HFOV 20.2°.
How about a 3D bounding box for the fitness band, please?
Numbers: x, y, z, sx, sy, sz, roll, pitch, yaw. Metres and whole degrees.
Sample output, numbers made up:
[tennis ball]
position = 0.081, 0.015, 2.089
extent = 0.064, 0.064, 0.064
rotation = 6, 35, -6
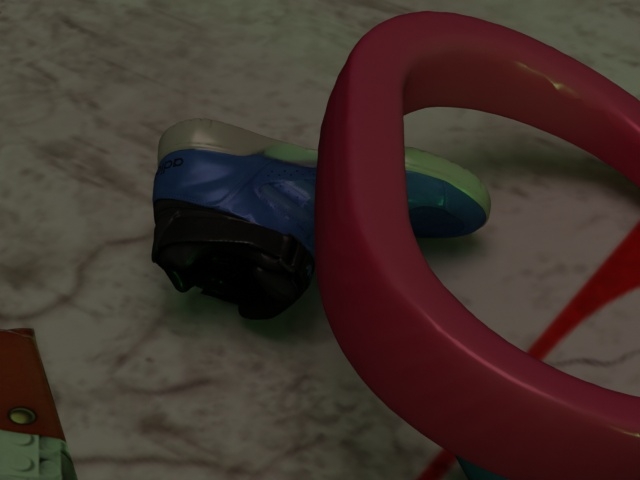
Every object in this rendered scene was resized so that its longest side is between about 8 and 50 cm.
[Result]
[fitness band]
position = 0.100, -0.002, 0.727
extent = 0.209, 0.054, 0.291
rotation = 17, 32, -11

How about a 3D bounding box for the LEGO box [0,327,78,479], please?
[LEGO box]
position = -0.281, 0.194, 0.356
extent = 0.500, 0.193, 0.372
rotation = 1, 32, -22

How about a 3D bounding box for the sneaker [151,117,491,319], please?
[sneaker]
position = 0.000, 0.000, 0.791
extent = 0.152, 0.058, 0.085
rotation = 11, 59, -10

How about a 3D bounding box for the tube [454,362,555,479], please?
[tube]
position = 0.111, 0.132, 0.643
extent = 0.080, 0.052, 0.207
rotation = -13, 45, -18
